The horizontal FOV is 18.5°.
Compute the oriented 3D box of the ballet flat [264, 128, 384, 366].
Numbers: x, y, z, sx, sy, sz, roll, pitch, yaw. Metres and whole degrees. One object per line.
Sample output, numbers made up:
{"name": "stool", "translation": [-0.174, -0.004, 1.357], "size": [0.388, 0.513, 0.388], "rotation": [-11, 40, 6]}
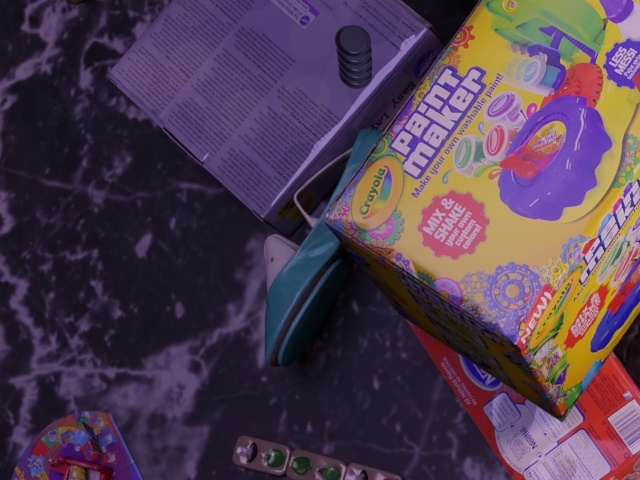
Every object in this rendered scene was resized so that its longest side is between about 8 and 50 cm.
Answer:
{"name": "ballet flat", "translation": [0.000, 0.000, 1.828], "size": [0.087, 0.083, 0.247], "rotation": [33, 83, 17]}

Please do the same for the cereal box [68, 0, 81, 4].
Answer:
{"name": "cereal box", "translation": [-0.178, -0.366, 2.046], "size": [0.240, 0.047, 0.173], "rotation": [-18, 68, 18]}

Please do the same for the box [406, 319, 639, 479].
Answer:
{"name": "box", "translation": [0.189, 0.116, 1.683], "size": [0.128, 0.122, 0.257], "rotation": [-38, 63, 8]}

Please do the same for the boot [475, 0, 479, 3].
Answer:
{"name": "boot", "translation": [0.124, -0.252, 1.744], "size": [0.211, 0.104, 0.295], "rotation": [-7, 111, 47]}

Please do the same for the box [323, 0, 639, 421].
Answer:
{"name": "box", "translation": [0.180, -0.050, 1.511], "size": [0.177, 0.279, 0.290], "rotation": [34, 85, 21]}

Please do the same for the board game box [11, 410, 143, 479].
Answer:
{"name": "board game box", "translation": [-0.238, 0.245, 1.892], "size": [0.133, 0.033, 0.169], "rotation": [-35, 63, 11]}

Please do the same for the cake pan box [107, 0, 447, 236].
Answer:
{"name": "cake pan box", "translation": [-0.047, -0.176, 1.917], "size": [0.267, 0.070, 0.246], "rotation": [42, 91, 29]}

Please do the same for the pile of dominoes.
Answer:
{"name": "pile of dominoes", "translation": [-0.015, 0.288, 1.772], "size": [0.251, 0.040, 0.196], "rotation": [11, 79, 28]}
